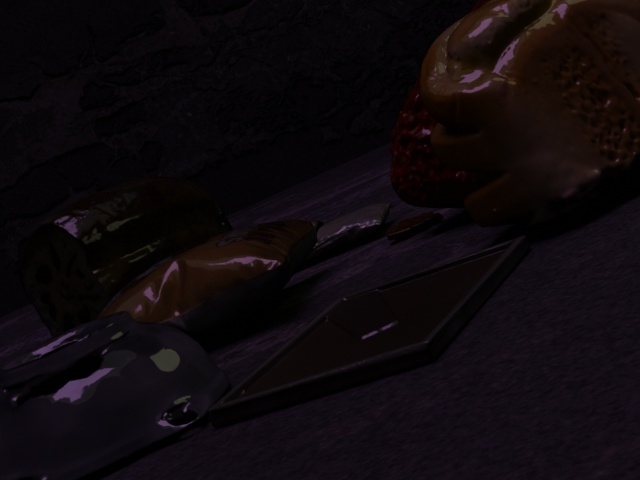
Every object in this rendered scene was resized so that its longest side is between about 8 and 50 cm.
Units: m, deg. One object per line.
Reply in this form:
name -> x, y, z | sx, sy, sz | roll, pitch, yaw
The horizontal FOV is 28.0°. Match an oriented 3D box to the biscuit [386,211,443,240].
biscuit -> 0.127, -0.018, 1.797 | 0.082, 0.016, 0.092 | -10, 16, 46

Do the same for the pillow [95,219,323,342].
pillow -> -0.155, 0.065, 1.696 | 0.312, 0.119, 0.310 | -25, 3, 11

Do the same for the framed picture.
framed picture -> 0.057, 0.081, 1.247 | 0.241, 0.020, 0.324 | -21, 7, 27

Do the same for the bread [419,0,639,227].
bread -> 0.251, -0.157, 1.459 | 0.316, 0.270, 0.211 | -34, -4, -28

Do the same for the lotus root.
lotus root -> -0.299, 0.024, 2.110 | 0.346, 0.250, 0.250 | -23, 5, -39

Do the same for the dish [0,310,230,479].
dish -> -0.238, 0.154, 1.299 | 0.303, 0.120, 0.303 | -24, 5, 2

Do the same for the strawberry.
strawberry -> 0.245, -0.182, 1.734 | 0.343, 0.292, 0.292 | -37, 2, 18

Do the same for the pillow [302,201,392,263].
pillow -> 0.000, 0.000, 1.972 | 0.230, 0.050, 0.148 | -20, 12, 11
